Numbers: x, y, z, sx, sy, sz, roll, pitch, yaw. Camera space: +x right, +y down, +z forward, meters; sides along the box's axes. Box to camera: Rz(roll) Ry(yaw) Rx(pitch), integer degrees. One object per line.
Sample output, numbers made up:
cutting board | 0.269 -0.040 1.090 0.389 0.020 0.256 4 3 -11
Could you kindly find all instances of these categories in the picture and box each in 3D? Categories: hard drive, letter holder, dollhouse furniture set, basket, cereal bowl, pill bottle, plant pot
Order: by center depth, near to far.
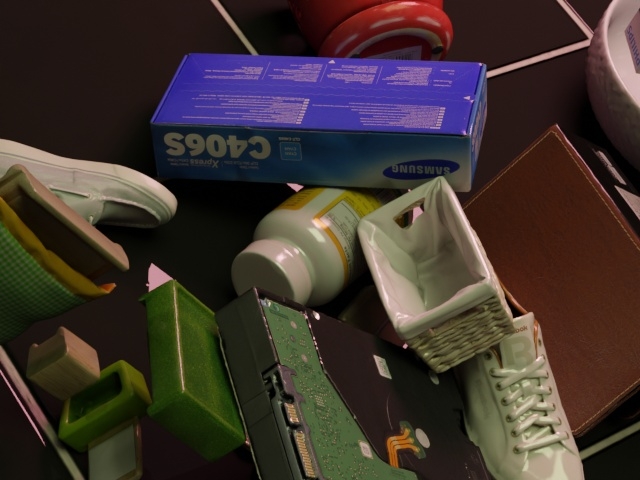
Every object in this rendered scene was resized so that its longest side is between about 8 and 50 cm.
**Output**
dollhouse furniture set | -0.239 0.099 1.521 0.301 0.197 0.151 43 25 -39
hard drive | 0.048 0.195 1.651 0.339 0.064 0.237 26 37 -50
basket | 0.123 0.038 1.774 0.113 0.103 0.167 -29 47 10
pill bottle | 0.000 0.000 1.856 0.117 0.117 0.208 41 48 11
dollhouse furniture set | 0.082 0.068 1.902 0.076 0.058 0.152 41 67 1
letter holder | 0.299 0.060 1.941 0.152 0.214 0.302 16 36 -57
plant pot | 0.062 -0.285 2.069 0.191 0.191 0.174 -2 57 -26
cereal bowl | 0.488 -0.171 2.199 0.339 0.141 0.339 12 49 -14

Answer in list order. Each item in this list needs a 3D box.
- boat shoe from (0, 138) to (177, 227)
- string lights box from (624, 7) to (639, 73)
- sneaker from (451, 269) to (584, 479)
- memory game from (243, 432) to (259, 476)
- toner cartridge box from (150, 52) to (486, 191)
boat shoe | -0.268 -0.039 1.803 0.227 0.079 0.081 14 58 -7
string lights box | 0.483 -0.302 2.032 0.133 0.260 0.077 7 51 -18
sneaker | 0.199 0.155 1.805 0.106 0.123 0.290 -16 61 -17
memory game | 0.000 0.198 1.766 0.186 0.012 0.186 12 50 -15
toner cartridge box | 0.002 -0.133 1.880 0.348 0.075 0.165 3 36 11
